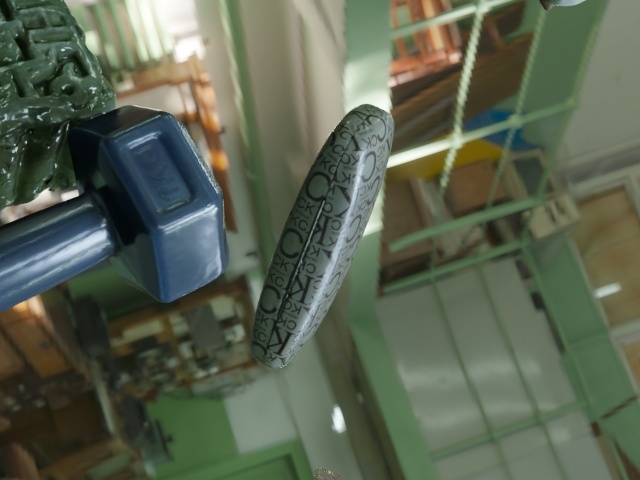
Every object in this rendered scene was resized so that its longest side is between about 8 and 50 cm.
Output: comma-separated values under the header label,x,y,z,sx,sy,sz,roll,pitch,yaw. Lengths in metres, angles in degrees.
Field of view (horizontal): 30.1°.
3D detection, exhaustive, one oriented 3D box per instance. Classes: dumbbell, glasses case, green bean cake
label,x,y,z,sx,sy,sz,roll,pitch,yaw
dumbbell,-0.230,0.019,0.873,0.144,0.324,0.160,44,-30,35
glasses case,0.000,0.000,1.431,0.137,0.085,0.355,-43,157,-61
green bean cake,-0.306,-0.126,0.996,0.223,0.227,0.125,60,-29,24

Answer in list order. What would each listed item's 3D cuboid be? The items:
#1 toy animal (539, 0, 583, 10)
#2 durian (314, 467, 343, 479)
label,x,y,z,sx,sy,sz,roll,pitch,yaw
toy animal,0.324,-0.336,1.119,0.182,0.310,0.247,-22,-111,47
durian,0.035,0.328,1.387,0.224,0.078,0.140,-98,170,-62
